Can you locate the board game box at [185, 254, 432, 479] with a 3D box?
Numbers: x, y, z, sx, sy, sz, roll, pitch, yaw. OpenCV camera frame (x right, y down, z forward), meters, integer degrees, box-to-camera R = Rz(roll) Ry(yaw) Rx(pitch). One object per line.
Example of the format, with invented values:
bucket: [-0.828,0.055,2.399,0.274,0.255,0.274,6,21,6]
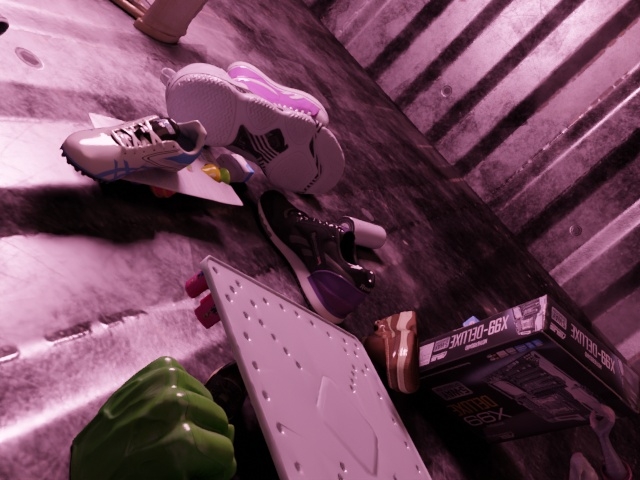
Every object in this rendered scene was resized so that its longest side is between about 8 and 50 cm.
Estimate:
board game box: [0.017,0.236,0.851,0.390,0.050,0.390,36,21,-51]

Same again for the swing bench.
swing bench: [-0.339,-0.595,1.482,0.254,0.253,0.165,40,22,-12]

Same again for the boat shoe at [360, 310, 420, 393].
boat shoe: [0.113,0.187,1.145,0.257,0.095,0.095,-39,122,-79]

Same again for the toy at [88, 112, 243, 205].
toy: [-0.240,-0.105,1.061,0.237,0.056,0.137,8,41,-49]

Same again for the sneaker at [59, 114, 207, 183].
sneaker: [-0.246,-0.132,0.935,0.085,0.086,0.237,50,28,11]

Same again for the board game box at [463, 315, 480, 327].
board game box: [0.431,0.288,1.624,0.211,0.039,0.160,38,22,-22]

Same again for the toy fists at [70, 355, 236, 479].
toy fists: [-0.123,0.226,0.569,0.096,0.142,0.279,28,28,-38]

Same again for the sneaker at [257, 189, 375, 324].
sneaker: [0.000,0.000,1.223,0.107,0.124,0.283,11,40,-57]

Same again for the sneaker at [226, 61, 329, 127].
sneaker: [-0.097,-0.290,1.615,0.282,0.102,0.161,21,34,-27]

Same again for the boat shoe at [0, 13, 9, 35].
boat shoe: [-0.481,-0.290,0.950,0.063,0.066,0.184,38,13,-17]

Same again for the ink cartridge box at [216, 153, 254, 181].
ink cartridge box: [-0.165,-0.134,1.289,0.048,0.028,0.083,50,22,12]

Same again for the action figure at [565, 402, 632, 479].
action figure: [0.408,0.436,1.036,0.276,0.248,0.370,51,25,11]

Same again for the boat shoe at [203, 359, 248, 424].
boat shoe: [-0.114,0.177,0.798,0.056,0.049,0.152,40,20,-7]

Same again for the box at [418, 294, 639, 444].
box: [0.330,0.232,1.176,0.242,0.307,0.077,39,48,-19]

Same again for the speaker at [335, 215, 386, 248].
speaker: [0.088,-0.016,1.510,0.136,0.055,0.055,13,39,-55]

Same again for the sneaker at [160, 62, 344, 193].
sneaker: [-0.128,-0.215,1.274,0.365,0.137,0.210,23,15,-33]
